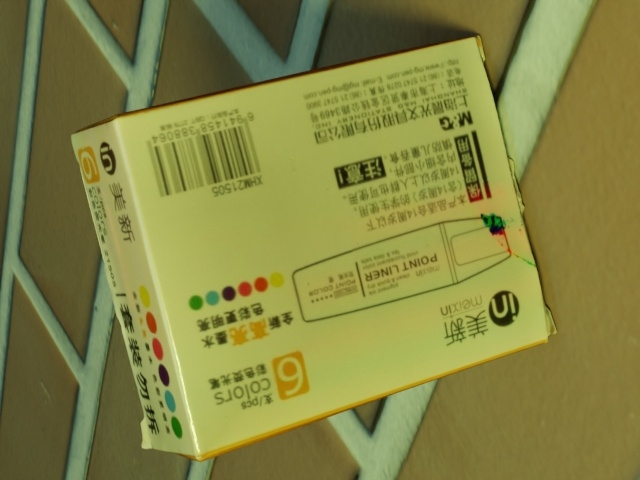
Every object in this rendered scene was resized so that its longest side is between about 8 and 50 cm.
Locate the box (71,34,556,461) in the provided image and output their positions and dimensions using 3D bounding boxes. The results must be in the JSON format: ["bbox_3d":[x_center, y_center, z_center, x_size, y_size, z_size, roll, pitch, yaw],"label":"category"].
[{"bbox_3d":[0.000,0.000,1.073,0.091,0.273,0.221,-6,97,64],"label":"box"}]
